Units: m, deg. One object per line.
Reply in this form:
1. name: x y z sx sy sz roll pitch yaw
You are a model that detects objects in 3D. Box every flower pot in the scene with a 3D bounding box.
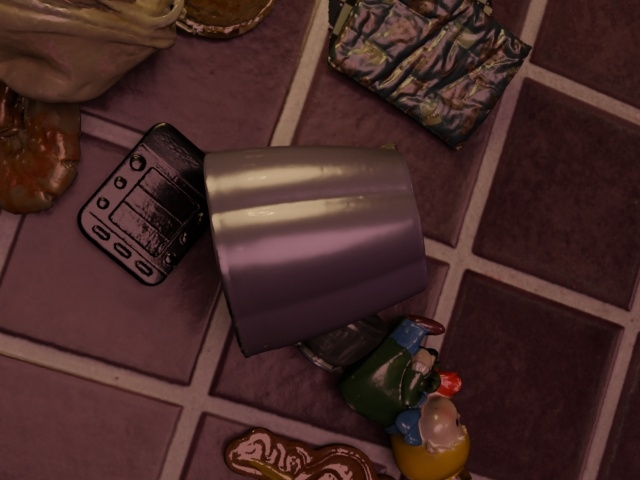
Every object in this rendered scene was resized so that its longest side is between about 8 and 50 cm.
1. flower pot: 0.000 0.000 1.158 0.243 0.265 0.264 -8 91 0

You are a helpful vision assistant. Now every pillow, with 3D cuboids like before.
1. pillow: 0.154 -0.268 1.345 0.256 0.034 0.189 32 98 -13

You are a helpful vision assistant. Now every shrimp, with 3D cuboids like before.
1. shrimp: -0.373 -0.178 1.208 0.154 0.062 0.294 4 77 6

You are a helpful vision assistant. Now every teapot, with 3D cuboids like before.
1. teapot: 0.007 0.118 1.286 0.149 0.111 0.108 32 100 -20

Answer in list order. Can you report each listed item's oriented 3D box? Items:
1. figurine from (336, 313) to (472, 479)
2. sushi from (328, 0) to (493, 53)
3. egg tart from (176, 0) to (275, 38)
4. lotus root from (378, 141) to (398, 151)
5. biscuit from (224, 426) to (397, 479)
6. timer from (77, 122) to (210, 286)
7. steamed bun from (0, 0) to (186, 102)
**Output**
1. figurine: 0.152 0.232 1.323 0.234 0.127 0.185 45 70 0
2. sushi: 0.139 -0.416 1.362 0.264 0.050 0.289 -2 90 -15
3. egg tart: -0.141 -0.383 1.268 0.213 0.090 0.212 0 91 -12
4. lotus root: 0.067 -0.079 1.305 0.122 0.112 0.081 -27 108 17
5. biscuit: -0.001 0.368 1.311 0.295 0.044 0.185 12 88 -15
6. timer: -0.220 -0.048 1.255 0.144 0.055 0.187 42 75 -13
7. steamed bun: -0.302 -0.325 1.113 0.280 0.207 0.268 -36 77 -26
